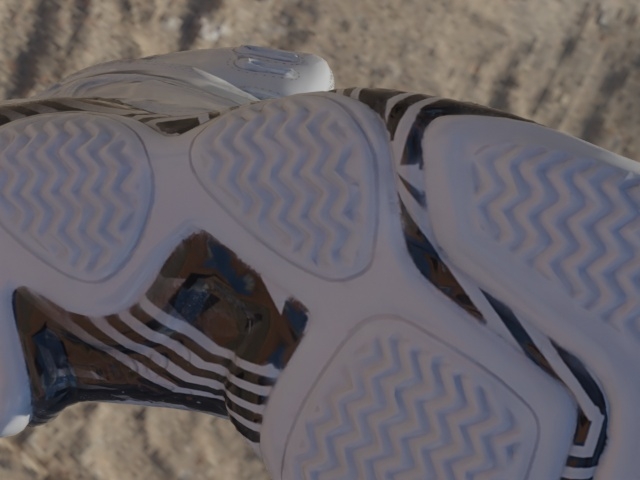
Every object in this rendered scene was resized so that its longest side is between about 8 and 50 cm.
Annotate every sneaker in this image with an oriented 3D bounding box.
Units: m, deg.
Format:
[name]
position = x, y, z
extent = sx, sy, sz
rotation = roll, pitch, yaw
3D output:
[sneaker]
position = 0.000, 0.000, 0.602
extent = 0.210, 0.366, 0.137
rotation = -30, 121, -62
